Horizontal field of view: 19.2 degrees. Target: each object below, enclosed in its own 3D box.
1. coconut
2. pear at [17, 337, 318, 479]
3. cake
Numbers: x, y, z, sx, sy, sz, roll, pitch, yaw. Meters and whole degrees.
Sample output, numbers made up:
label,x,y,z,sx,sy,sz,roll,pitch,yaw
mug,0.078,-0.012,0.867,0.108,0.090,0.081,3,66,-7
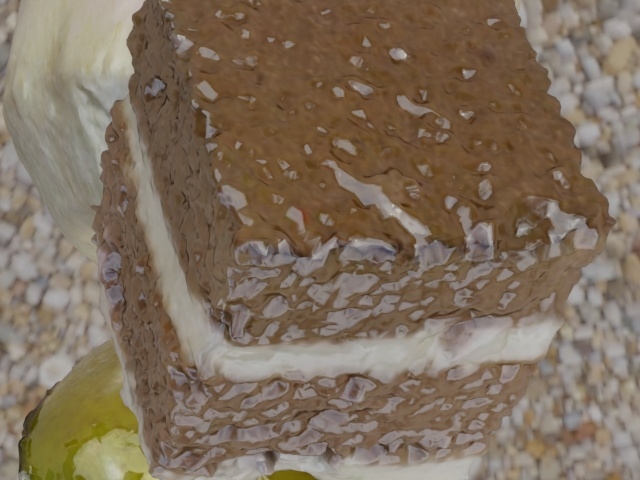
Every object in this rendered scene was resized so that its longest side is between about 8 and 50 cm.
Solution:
label,x,y,z,sx,sy,sz,roll,pitch,yaw
coconut,-0.028,-0.120,1.069,0.329,0.329,0.328,1,112,3
pear,-0.010,0.195,1.314,0.191,0.386,0.340,-24,70,27
cake,0.000,0.000,0.633,0.135,0.134,0.147,-2,144,-21
